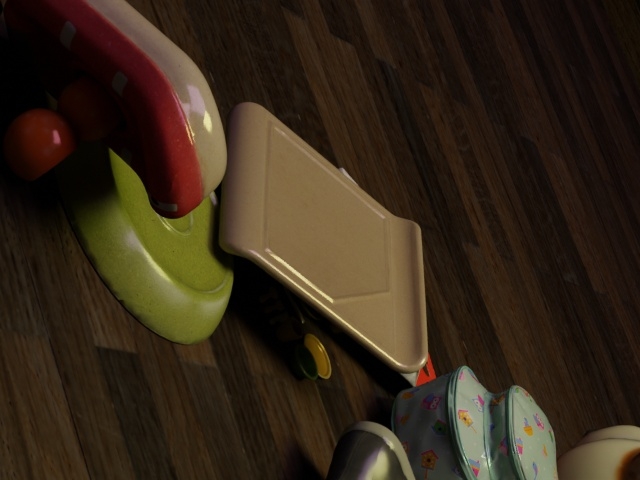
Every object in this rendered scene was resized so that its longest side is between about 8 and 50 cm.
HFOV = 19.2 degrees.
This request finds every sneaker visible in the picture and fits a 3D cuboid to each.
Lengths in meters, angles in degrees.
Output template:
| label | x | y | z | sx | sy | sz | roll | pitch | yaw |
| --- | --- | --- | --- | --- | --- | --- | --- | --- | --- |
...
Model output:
| label | x | y | z | sx | sy | sz | roll | pitch | yaw |
| --- | --- | --- | --- | --- | --- | --- | --- | --- | --- |
| sneaker | 0.053 | 0.284 | 1.704 | 0.222 | 0.083 | 0.118 | 62 | 39 | -22 |

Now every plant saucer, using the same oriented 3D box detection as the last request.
| label | x | y | z | sx | sy | sz | roll | pitch | yaw |
| --- | --- | --- | --- | --- | --- | --- | --- | --- | --- |
| plant saucer | -0.142 | -0.026 | 1.644 | 0.241 | 0.037 | 0.241 | 49 | 26 | -34 |

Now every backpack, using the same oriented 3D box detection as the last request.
| label | x | y | z | sx | sy | sz | roll | pitch | yaw |
| --- | --- | --- | --- | --- | --- | --- | --- | --- | --- |
| backpack | 0.155 | 0.220 | 1.895 | 0.188 | 0.144 | 0.166 | 44 | 34 | -34 |

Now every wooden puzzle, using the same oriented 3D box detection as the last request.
| label | x | y | z | sx | sy | sz | roll | pitch | yaw |
| --- | --- | --- | --- | --- | --- | --- | --- | --- | --- |
| wooden puzzle | 0.000 | 0.000 | 1.793 | 0.238 | 0.044 | 0.221 | 34 | 32 | -25 |

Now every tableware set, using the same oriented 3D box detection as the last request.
| label | x | y | z | sx | sy | sz | roll | pitch | yaw |
| --- | --- | --- | --- | --- | --- | --- | --- | --- | --- |
| tableware set | -0.005 | 0.083 | 1.847 | 0.104 | 0.024 | 0.154 | 64 | 21 | 2 |

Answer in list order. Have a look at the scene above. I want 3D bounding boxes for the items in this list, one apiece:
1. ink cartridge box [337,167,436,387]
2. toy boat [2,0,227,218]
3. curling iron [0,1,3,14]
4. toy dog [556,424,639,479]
| label | x | y | z | sx | sy | sz | roll | pitch | yaw |
| --- | --- | --- | --- | --- | --- | --- | --- | --- | --- |
| ink cartridge box | 0.078 | 0.059 | 1.989 | 0.232 | 0.066 | 0.189 | 41 | 23 | -38 |
| toy boat | -0.186 | -0.101 | 1.506 | 0.231 | 0.151 | 0.151 | 42 | -21 | 19 |
| curling iron | -0.284 | -0.122 | 1.435 | 0.068 | 0.035 | 0.274 | 46 | 26 | -28 |
| toy dog | 0.384 | 0.383 | 2.104 | 0.408 | 0.284 | 0.395 | 50 | 36 | -20 |
